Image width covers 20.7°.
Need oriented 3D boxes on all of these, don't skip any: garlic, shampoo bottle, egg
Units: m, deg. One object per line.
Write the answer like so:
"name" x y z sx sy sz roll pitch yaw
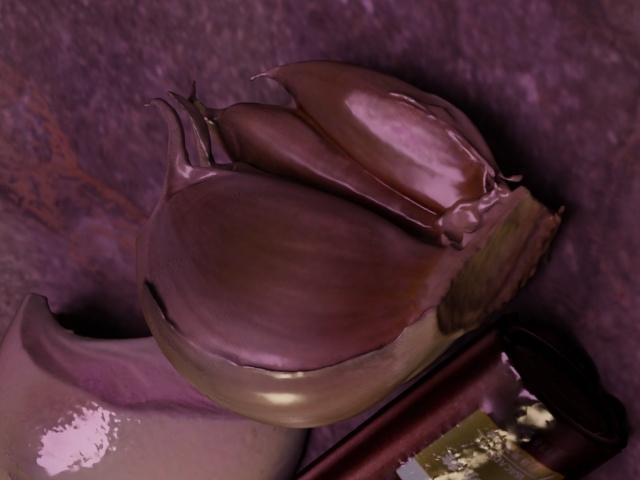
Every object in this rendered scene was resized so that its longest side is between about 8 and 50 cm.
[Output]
"garlic" 0.000 0.000 1.171 0.292 0.210 0.237 14 98 22
"shampoo bottle" 0.058 0.181 1.231 0.129 0.084 0.323 40 123 -15
"egg" -0.163 0.155 1.337 0.271 0.161 0.206 12 104 33
